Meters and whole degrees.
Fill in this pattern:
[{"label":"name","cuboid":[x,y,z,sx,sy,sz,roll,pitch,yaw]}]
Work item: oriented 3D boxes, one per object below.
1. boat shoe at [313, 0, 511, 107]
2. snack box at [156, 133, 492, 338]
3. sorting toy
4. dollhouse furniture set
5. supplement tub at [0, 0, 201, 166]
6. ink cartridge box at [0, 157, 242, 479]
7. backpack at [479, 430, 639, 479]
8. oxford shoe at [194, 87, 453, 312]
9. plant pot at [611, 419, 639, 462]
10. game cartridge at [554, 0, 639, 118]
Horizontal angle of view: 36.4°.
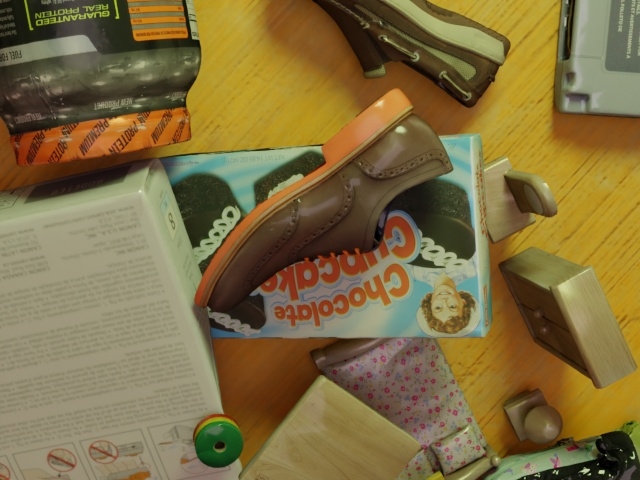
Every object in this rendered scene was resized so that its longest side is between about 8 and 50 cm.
[{"label":"boat shoe","cuboid":[0.065,-0.208,0.983,0.257,0.095,0.095,22,100,-11]},{"label":"snack box","cuboid":[0.000,0.000,0.952,0.322,0.060,0.187,-3,99,18]},{"label":"sorting toy","cuboid":[0.013,0.217,0.971,0.274,0.046,0.132,37,95,-20]},{"label":"dollhouse furniture set","cuboid":[0.106,0.127,0.993,0.355,0.174,0.303,-27,100,-4]},{"label":"supplement tub","cuboid":[-0.223,-0.245,0.877,0.207,0.207,0.338,-9,98,-7]},{"label":"ink cartridge box","cuboid":[-0.251,0.131,0.970,0.308,0.091,0.385,-12,117,7]},{"label":"backpack","cuboid":[0.259,0.289,1.053,0.182,0.115,0.152,-15,90,11]},{"label":"oxford shoe","cuboid":[-0.003,-0.010,0.870,0.271,0.097,0.098,-42,89,18]},{"label":"plant pot","cuboid":[0.363,0.249,1.100,0.083,0.083,0.079,-42,90,-1]},{"label":"game cartridge","cuboid":[0.358,-0.276,1.037,0.196,0.060,0.294,3,97,-5]}]
